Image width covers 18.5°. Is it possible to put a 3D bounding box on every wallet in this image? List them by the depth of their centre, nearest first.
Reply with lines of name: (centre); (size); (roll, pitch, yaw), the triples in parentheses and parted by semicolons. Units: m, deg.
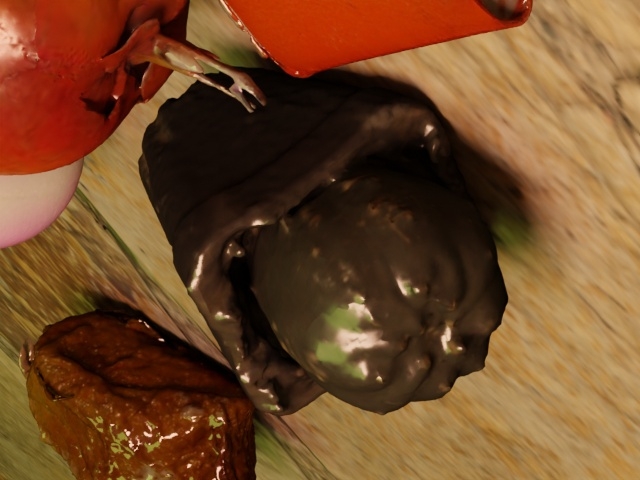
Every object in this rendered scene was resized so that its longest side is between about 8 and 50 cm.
wallet: (0.002, -0.146, 0.915); (0.142, 0.045, 0.204); (52, 157, -17)

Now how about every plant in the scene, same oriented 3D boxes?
plant: (0.000, 0.000, 1.056); (0.256, 0.164, 0.142); (42, 163, 50)

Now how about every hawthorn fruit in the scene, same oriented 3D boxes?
hawthorn fruit: (-0.159, -0.130, 1.031); (0.299, 0.211, 0.211); (19, 153, 18)

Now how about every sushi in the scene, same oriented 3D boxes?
sushi: (-0.146, 0.161, 1.659); (0.296, 0.167, 0.179); (23, 130, 29)

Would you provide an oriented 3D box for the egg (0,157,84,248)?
egg: (-0.285, -0.090, 1.341); (0.271, 0.196, 0.196); (33, 158, 37)
